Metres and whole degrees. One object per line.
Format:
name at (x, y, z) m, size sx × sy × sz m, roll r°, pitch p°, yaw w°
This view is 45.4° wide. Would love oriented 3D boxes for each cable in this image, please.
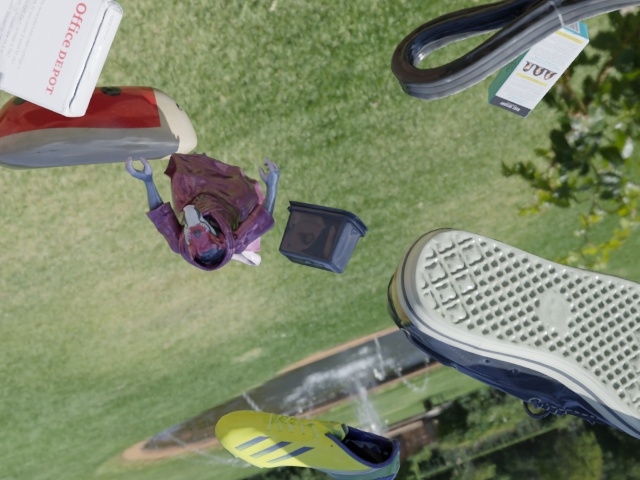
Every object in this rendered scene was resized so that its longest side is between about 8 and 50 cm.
cable at (0.196, -0.176, 0.562) m, size 0.287 × 0.139 × 0.072 m, roll -38°, pitch 148°, yaw 13°

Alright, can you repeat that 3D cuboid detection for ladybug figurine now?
ladybug figurine at (-0.490, -0.242, 1.631) m, size 0.450 × 0.161 × 0.305 m, roll -8°, pitch -172°, yaw -26°

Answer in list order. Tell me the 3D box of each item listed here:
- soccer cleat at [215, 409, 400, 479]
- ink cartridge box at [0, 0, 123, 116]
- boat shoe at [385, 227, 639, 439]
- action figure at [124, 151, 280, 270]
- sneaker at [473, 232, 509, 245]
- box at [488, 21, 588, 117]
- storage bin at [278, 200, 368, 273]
soccer cleat at (-0.015, 0.304, 1.177) m, size 0.289 × 0.093 × 0.121 m, roll 16°, pitch 129°, yaw -2°
ink cartridge box at (-0.386, -0.272, 0.979) m, size 0.218 × 0.158 × 0.092 m, roll 23°, pitch -173°, yaw -5°
boat shoe at (0.306, 0.130, 0.965) m, size 0.501 × 0.186 × 0.156 m, roll 22°, pitch 159°, yaw -11°
action figure at (-0.206, -0.027, 1.326) m, size 0.248 × 0.275 × 0.370 m, roll 7°, pitch -158°, yaw -5°
sneaker at (0.368, 0.041, 1.515) m, size 0.075 × 0.170 × 0.063 m, roll 0°, pitch 121°, yaw -57°
box at (0.476, -0.387, 1.692) m, size 0.101 × 0.060 × 0.244 m, roll 19°, pitch 141°, yaw -12°
storage bin at (0.000, 0.000, 1.286) m, size 0.135 × 0.091 × 0.098 m, roll 13°, pitch 163°, yaw 31°
